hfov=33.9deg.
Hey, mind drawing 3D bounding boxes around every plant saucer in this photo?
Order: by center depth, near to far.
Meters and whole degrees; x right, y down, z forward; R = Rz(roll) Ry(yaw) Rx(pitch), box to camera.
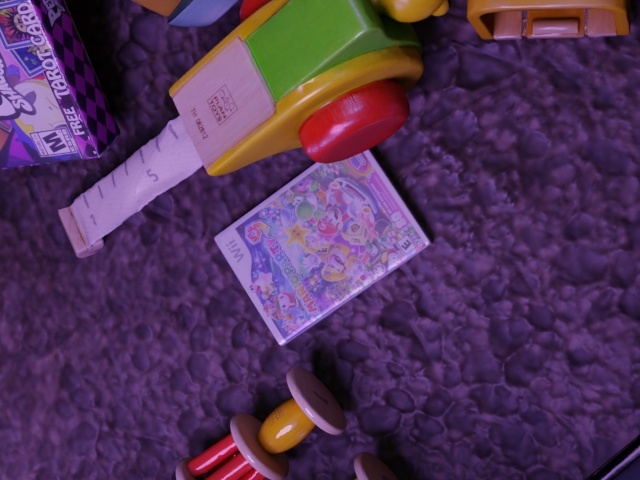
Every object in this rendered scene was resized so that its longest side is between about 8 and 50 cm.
[{"bbox_3d":[-0.049,-0.174,0.660,0.021,0.119,0.119,42,103,-17],"label":"plant saucer"}]

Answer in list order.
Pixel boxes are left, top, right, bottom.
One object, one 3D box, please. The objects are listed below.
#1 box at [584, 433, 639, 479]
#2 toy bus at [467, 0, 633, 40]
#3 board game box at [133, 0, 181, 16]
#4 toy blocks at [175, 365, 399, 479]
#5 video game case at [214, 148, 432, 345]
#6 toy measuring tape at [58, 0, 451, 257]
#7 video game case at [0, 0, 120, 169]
[{"bbox_3d":[0.340,0.107,0.406,0.395,0.097,0.318,-40,72,-3],"label":"box"},{"bbox_3d":[0.134,-0.213,0.598,0.191,0.104,0.202,-46,77,12],"label":"toy bus"},{"bbox_3d":[-0.097,-0.349,0.693,0.242,0.064,0.316,44,101,13],"label":"board game box"},{"bbox_3d":[-0.033,0.173,0.670,0.148,0.054,0.123,-41,77,13],"label":"toy blocks"},{"bbox_3d":[0.000,0.000,0.685,0.122,0.011,0.087,-35,80,14],"label":"video game case"},{"bbox_3d":[-0.038,-0.079,0.671,0.330,0.121,0.121,-33,79,37],"label":"toy measuring tape"},{"bbox_3d":[-0.267,-0.149,0.687,0.210,0.042,0.232,-4,124,22],"label":"video game case"}]
